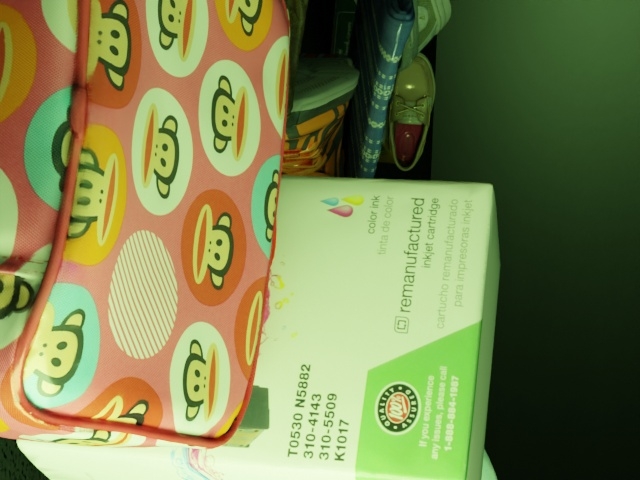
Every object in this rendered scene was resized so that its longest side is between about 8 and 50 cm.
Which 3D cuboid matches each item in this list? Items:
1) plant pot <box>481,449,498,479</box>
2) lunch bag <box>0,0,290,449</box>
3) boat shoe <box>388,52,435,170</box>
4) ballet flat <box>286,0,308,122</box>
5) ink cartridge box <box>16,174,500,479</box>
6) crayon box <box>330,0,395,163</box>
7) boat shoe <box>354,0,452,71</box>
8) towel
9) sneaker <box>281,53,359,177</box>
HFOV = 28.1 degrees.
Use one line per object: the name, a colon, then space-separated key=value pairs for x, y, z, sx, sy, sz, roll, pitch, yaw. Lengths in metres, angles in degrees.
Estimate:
plant pot: x=-0.025 y=0.234 z=1.035 sx=0.196 sy=0.293 sz=0.293 roll=-36 pitch=134 yaw=-43
lunch bag: x=-0.098 y=-0.036 z=0.682 sx=0.258 sy=0.120 sz=0.293 roll=26 pitch=68 yaw=-61
boat shoe: x=0.125 y=-0.173 z=1.751 sx=0.059 sy=0.063 sz=0.170 roll=-80 pitch=171 yaw=-57
ballet flat: x=-0.064 y=-0.245 z=1.071 sx=0.124 sy=0.116 sz=0.342 roll=33 pitch=64 yaw=-57
ink cartridge box: x=-0.031 y=0.069 z=0.828 sx=0.117 sy=0.278 sz=0.201 roll=69 pitch=27 yaw=-60
crayon box: x=0.075 y=-0.227 z=1.862 sx=0.323 sy=0.083 sz=0.203 roll=25 pitch=70 yaw=-79
boat shoe: x=0.067 y=-0.338 z=1.577 sx=0.103 sy=0.118 sz=0.320 roll=-59 pitch=146 yaw=-15
towel: x=0.053 y=-0.145 z=1.365 sx=0.243 sy=0.040 sz=0.336 roll=-93 pitch=-170 yaw=-54
sneaker: x=-0.017 y=-0.087 z=1.276 sx=0.321 sy=0.124 sz=0.180 roll=-49 pitch=141 yaw=-74
